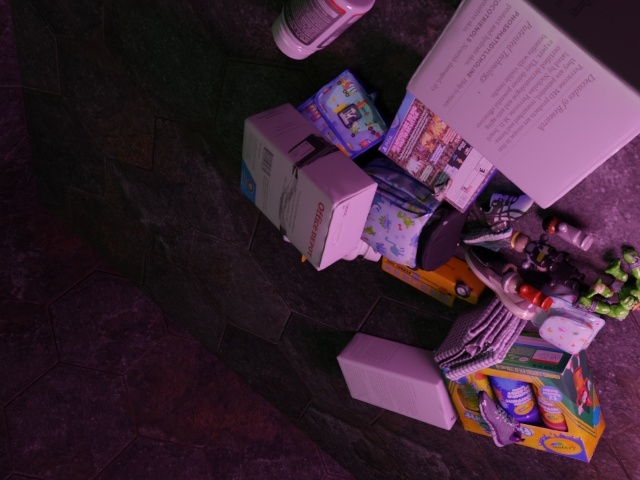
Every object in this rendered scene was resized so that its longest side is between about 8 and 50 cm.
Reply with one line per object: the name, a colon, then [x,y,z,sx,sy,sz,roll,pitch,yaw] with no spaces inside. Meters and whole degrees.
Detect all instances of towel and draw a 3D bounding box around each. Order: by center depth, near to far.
towel: [0.477,0.268,1.954,0.121,0.283,0.235,47,143,0]

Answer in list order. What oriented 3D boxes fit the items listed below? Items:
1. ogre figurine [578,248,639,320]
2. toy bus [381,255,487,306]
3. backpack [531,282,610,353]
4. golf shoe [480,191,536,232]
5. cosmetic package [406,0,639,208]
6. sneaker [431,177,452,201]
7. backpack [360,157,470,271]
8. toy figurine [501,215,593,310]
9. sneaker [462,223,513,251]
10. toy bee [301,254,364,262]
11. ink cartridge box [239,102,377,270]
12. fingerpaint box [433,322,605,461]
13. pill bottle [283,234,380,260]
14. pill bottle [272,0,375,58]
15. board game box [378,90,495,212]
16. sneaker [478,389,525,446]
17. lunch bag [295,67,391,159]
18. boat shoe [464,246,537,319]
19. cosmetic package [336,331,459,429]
ogre figurine: [0.771,0.123,1.679,0.118,0.097,0.197,35,100,6]
toy bus: [0.360,0.101,2.059,0.332,0.108,0.130,29,141,23]
backpack: [0.678,0.209,1.815,0.188,0.144,0.166,33,145,19]
golf shoe: [0.504,-0.094,1.755,0.094,0.077,0.198,48,143,-2]
cosmetic package: [0.464,-0.356,1.327,0.393,0.329,0.327,42,144,5]
sneaker: [0.313,-0.136,1.700,0.037,0.032,0.083,38,143,11]
backpack: [0.223,-0.088,1.929,0.356,0.273,0.290,50,153,28]
toy figurine: [0.584,0.051,1.706,0.148,0.213,0.210,36,143,41]
sneaker: [0.485,0.003,1.882,0.166,0.065,0.076,-5,125,50]
toy bee: [0.000,0.000,2.280,0.298,0.195,0.162,44,176,-4]
ink cartridge box: [-0.048,-0.154,1.871,0.395,0.166,0.286,46,146,25]
fingerpaint box: [0.632,0.478,2.101,0.444,0.163,0.371,3,127,44]
pill bottle: [0.051,-0.039,2.113,0.318,0.176,0.176,17,142,-4]
pill bottle: [-0.001,-0.600,1.704,0.161,0.161,0.283,54,144,-10]
board game box: [0.335,-0.262,1.707,0.291,0.141,0.232,39,144,10]
sneaker: [0.567,0.550,2.050,0.098,0.083,0.224,-15,118,27]
lunch bag: [0.071,-0.354,1.923,0.293,0.138,0.221,-30,98,42]
boat shoe: [0.522,0.102,1.866,0.092,0.102,0.285,-61,40,26]
cosmetic package: [0.305,0.520,2.473,0.453,0.161,0.230,9,130,40]
